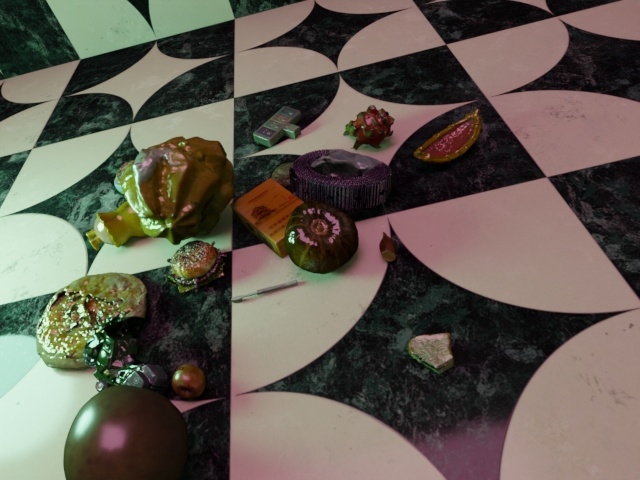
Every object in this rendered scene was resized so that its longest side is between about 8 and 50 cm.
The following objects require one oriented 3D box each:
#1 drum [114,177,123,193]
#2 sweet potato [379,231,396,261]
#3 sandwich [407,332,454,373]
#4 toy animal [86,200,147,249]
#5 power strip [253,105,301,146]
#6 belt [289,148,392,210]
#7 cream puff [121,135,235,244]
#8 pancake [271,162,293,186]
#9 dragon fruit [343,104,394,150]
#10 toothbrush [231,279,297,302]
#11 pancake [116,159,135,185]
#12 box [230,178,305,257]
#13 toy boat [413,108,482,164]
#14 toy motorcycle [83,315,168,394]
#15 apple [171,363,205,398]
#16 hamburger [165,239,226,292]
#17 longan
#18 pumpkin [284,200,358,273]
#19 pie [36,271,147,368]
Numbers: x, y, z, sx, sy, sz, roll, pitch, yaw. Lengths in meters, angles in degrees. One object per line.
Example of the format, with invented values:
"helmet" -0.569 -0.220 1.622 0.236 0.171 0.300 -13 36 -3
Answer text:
"drum" -0.695 -0.272 1.885 0.253 0.049 0.130 -37 48 -19
"sweet potato" 0.190 0.012 1.367 0.050 0.049 0.117 -10 38 6
"sandwich" 0.258 0.264 1.113 0.105 0.035 0.093 -4 47 13
"toy animal" -0.680 -0.059 1.617 0.230 0.156 0.156 -37 49 -15
"power strip" -0.148 -0.445 1.902 0.145 0.061 0.215 25 59 26
"belt" 0.067 -0.201 1.524 0.325 0.122 0.260 10 35 15
"cream puff" -0.422 -0.131 1.467 0.379 0.378 0.275 -30 58 -13
"pancake" -0.117 -0.242 1.714 0.130 0.022 0.116 -32 45 -15
"dragon fruit" 0.161 -0.402 1.728 0.236 0.135 0.137 -5 41 41
"toothbrush" -0.160 0.145 1.357 0.195 0.017 0.014 -17 44 -1
"pancake" -0.722 -0.262 1.830 0.152 0.025 0.151 -8 47 8
"box" -0.143 -0.080 1.529 0.174 0.076 0.274 -36 48 -20
"toy boat" 0.434 -0.332 1.597 0.318 0.099 0.141 -36 52 -22
"toy motorcycle" -0.488 0.300 1.206 0.275 0.125 0.187 36 89 25
"apple" -0.322 0.345 1.167 0.084 0.083 0.071 -5 29 11
"hamburger" -0.385 0.071 1.439 0.190 0.093 0.164 -36 49 -16
"longan" -0.407 0.435 0.994 0.259 0.258 0.257 -8 46 8
"pumpkin" 0.000 0.000 1.363 0.219 0.162 0.218 5 60 -8
"pie" -0.665 0.221 1.383 0.340 0.077 0.338 -5 47 6
